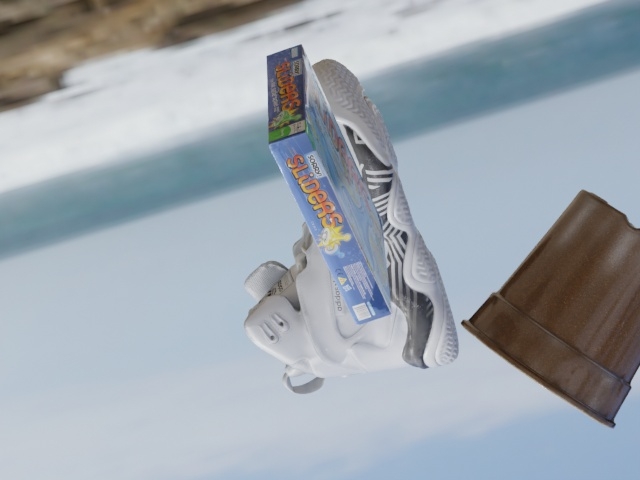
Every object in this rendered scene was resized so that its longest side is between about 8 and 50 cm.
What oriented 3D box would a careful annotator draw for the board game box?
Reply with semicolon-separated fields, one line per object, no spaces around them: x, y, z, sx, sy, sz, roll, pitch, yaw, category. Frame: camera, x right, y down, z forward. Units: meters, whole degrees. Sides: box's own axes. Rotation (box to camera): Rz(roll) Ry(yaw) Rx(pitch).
0.007;-0.046;1.515;0.035;0.201;0.136;-18;-144;11;board game box

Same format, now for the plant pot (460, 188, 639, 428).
0.240;0.054;1.616;0.165;0.167;0.167;-56;180;3;plant pot

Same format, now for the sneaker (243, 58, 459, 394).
0.000;0.000;1.911;0.210;0.366;0.137;-19;-157;6;sneaker
